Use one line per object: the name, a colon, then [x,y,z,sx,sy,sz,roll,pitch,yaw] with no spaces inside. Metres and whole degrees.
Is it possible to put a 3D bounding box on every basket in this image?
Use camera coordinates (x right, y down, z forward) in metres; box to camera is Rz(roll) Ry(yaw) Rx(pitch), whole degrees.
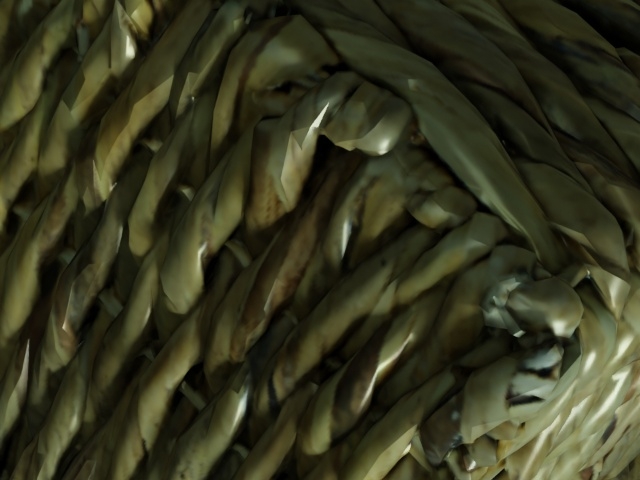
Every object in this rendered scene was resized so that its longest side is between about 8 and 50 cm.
basket: [0.000,0.000,0.538,0.213,0.223,0.299,46,137,17]
